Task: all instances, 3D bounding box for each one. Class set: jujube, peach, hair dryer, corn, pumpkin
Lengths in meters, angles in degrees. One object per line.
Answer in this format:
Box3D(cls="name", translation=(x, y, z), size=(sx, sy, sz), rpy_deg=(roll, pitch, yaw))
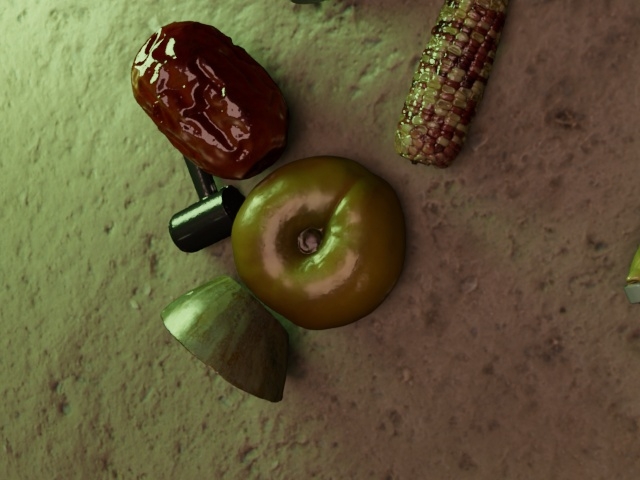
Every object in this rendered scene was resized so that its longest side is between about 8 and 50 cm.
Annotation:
Box3D(cls="jujube", translation=(-0.156, -0.202, 1.182), size=(0.174, 0.174, 0.250), rpy_deg=(-46, 77, 19))
Box3D(cls="peach", translation=(0.000, 0.000, 1.161), size=(0.251, 0.153, 0.251), rpy_deg=(-1, 85, 9))
Box3D(cls="hair dryer", translation=(-0.204, -0.110, 1.269), size=(0.114, 0.070, 0.248), rpy_deg=(-26, 83, 22))
Box3D(cls="corn", translation=(0.178, -0.235, 1.090), size=(0.098, 0.098, 0.289), rpy_deg=(21, 100, 18))
Box3D(cls="pumpkin", translation=(-0.115, 0.127, 1.193), size=(0.217, 0.217, 0.110), rpy_deg=(34, 90, 15))

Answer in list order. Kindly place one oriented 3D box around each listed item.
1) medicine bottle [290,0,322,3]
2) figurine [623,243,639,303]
Box3D(cls="medicine bottle", translation=(-0.009, -0.422, 1.120), size=(0.135, 0.135, 0.168), rpy_deg=(-17, 93, 22))
Box3D(cls="figurine", translation=(0.448, 0.006, 0.998), size=(0.184, 0.128, 0.208), rpy_deg=(-26, 78, 24))
